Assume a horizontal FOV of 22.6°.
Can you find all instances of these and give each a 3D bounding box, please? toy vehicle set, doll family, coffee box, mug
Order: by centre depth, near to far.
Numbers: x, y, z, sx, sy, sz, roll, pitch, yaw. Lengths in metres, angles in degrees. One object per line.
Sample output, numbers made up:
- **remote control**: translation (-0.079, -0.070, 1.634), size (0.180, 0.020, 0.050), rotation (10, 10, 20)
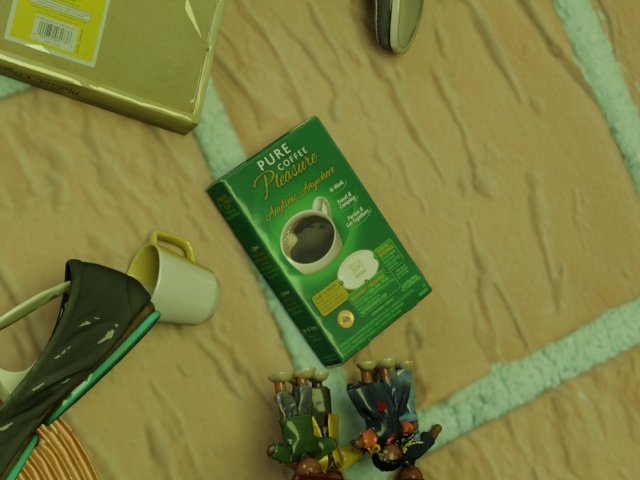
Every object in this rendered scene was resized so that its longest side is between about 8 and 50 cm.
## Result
- **mug**: translation (-0.113, 0.032, 1.274), size (0.064, 0.062, 0.078), rotation (17, 79, -29)
- **toy vehicle set**: translation (-0.208, -0.204, 1.290), size (0.267, 0.035, 0.166), rotation (18, 72, -21)
- **doll family**: translation (0.030, 0.159, 1.307), size (0.193, 0.076, 0.111), rotation (-6, 77, -29)
- **coffee box**: translation (0.000, 0.000, 1.342), size (0.113, 0.040, 0.184), rotation (-38, 97, -27)

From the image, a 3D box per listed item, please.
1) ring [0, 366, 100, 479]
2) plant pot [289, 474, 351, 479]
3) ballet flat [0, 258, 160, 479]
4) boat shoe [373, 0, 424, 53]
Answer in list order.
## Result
- **ring**: translation (-0.312, 0.238, 1.155), size (0.337, 0.032, 0.336), rotation (5, 78, -24)
- **plant pot**: translation (0.037, 0.311, 1.188), size (0.236, 0.267, 0.267), rotation (26, 70, -5)
- **ballet flat**: translation (-0.228, 0.121, 1.157), size (0.096, 0.095, 0.280), rotation (38, 55, -3)
- **boat shoe**: translation (0.055, -0.265, 1.424), size (0.065, 0.075, 0.206), rotation (0, 83, 19)
